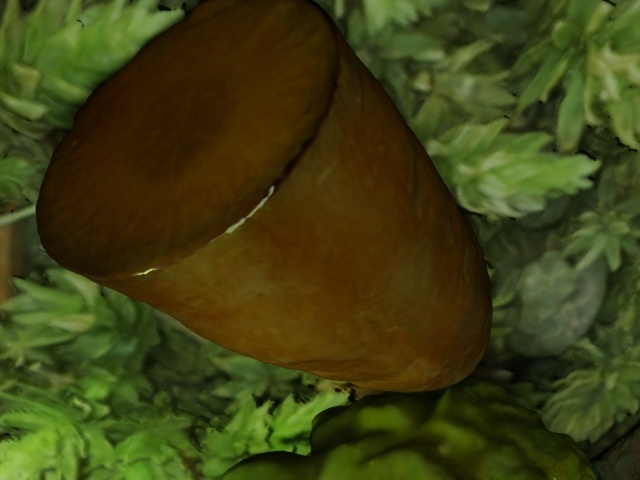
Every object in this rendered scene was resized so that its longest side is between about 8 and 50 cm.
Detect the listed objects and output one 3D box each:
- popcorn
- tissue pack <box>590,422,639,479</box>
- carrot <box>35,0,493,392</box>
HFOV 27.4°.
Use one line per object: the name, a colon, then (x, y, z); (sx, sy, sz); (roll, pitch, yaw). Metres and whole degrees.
popcorn: (0.067, 0.206, 0.704); (0.241, 0.235, 0.250); (-11, 109, 15)
tissue pack: (0.239, 0.195, 0.793); (0.065, 0.115, 0.155); (-43, 117, 13)
carrot: (0.000, 0.000, 0.635); (0.159, 0.159, 0.225); (-41, 132, 11)
